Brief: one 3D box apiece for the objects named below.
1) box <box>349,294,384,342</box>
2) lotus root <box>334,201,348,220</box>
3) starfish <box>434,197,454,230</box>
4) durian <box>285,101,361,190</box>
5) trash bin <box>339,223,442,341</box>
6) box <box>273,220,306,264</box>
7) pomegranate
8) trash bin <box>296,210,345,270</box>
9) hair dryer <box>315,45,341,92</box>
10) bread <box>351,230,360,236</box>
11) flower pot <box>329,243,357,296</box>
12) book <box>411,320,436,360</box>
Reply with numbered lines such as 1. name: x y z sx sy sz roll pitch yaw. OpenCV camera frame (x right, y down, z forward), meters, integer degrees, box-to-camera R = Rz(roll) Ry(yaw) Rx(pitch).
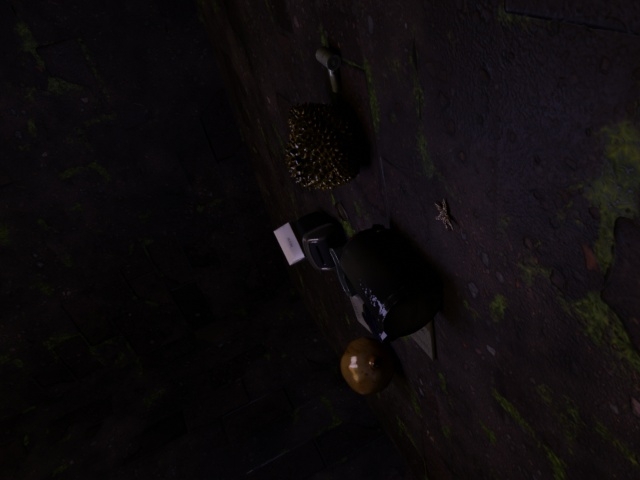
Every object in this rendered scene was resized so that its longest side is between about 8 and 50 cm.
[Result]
1. box: 0.220 0.324 2.124 0.168 0.071 0.259 70 168 -18
2. lotus root: 0.082 -0.115 1.958 0.083 0.037 0.030 64 172 5
3. starfish: 0.304 -0.062 1.176 0.086 0.016 0.092 80 166 -54
4. durian: 0.001 -0.299 1.517 0.258 0.258 0.293 -159 57 -73
5. trash bin: 0.206 0.126 1.495 0.252 0.202 0.301 -60 41 24
6. box: -0.095 0.003 2.447 0.260 0.111 0.195 -16 -102 -60
7. pomegranate: 0.215 0.569 2.191 0.264 0.264 0.264 60 167 25
8. trash bin: 0.000 0.000 2.204 0.210 0.182 0.290 67 174 -28
9. hair dryer: 0.033 -0.501 1.430 0.082 0.047 0.137 55 171 44
10. bread: 0.151 0.021 1.887 0.106 0.053 0.072 71 171 -48
11. flower pot: 0.127 0.115 2.040 0.229 0.108 0.103 71 167 -17
12. book: 0.323 0.247 1.666 0.217 0.021 0.310 51 161 51
